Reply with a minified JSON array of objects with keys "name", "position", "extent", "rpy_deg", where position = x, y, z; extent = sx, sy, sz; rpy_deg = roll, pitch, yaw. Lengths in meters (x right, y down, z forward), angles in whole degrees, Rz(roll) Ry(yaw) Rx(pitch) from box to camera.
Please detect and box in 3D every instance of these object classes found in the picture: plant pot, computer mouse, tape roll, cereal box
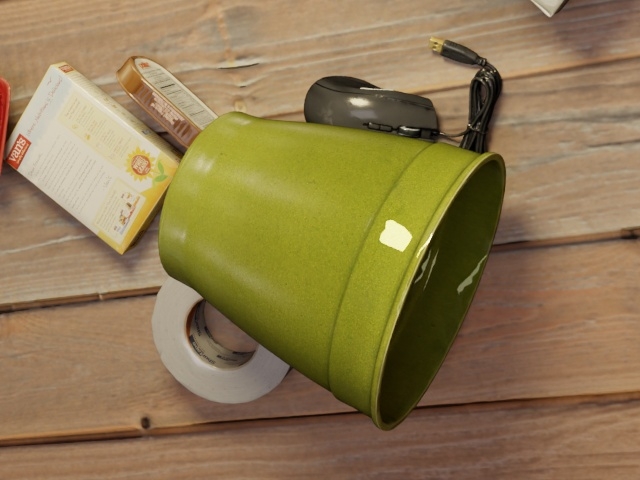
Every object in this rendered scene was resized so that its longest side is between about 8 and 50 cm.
[{"name":"plant pot","position":[0.000,0.000,1.567],"extent":[0.353,0.366,0.366],"rpy_deg":[23,111,18]},{"name":"computer mouse","position":[0.105,-0.184,1.621],"extent":[0.262,0.060,0.184],"rpy_deg":[20,111,11]},{"name":"tape roll","position":[-0.130,0.122,1.776],"extent":[0.219,0.072,0.219],"rpy_deg":[5,107,15]},{"name":"cereal box","position":[-0.328,-0.119,1.782],"extent":[0.240,0.047,0.173],"rpy_deg":[39,114,5]}]

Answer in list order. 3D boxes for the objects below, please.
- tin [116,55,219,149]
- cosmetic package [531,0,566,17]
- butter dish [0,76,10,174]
[{"name":"tin","position":[-0.197,-0.182,1.693],"extent":[0.190,0.106,0.040],"rpy_deg":[42,105,1]},{"name":"cosmetic package","position":[0.318,-0.393,1.459],"extent":[0.107,0.127,0.238],"rpy_deg":[42,115,3]},{"name":"butter dish","position":[-0.532,-0.173,1.775],"extent":[0.160,0.118,0.160],"rpy_deg":[29,116,39]}]
